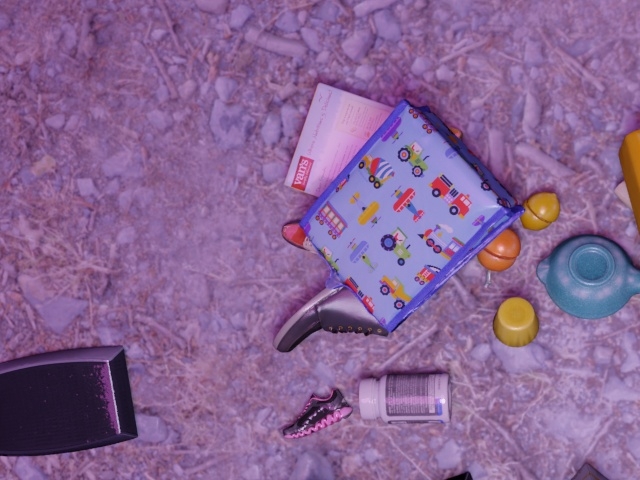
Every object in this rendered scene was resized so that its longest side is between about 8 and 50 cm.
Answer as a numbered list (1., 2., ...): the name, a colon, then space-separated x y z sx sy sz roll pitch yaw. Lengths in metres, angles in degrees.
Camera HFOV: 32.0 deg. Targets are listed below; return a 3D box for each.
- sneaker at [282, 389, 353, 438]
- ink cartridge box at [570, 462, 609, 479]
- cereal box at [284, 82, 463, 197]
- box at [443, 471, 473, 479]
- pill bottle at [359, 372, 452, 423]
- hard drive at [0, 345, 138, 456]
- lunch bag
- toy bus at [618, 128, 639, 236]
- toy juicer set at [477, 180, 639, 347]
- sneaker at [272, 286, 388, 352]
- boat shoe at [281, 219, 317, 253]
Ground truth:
1. sneaker: -0.010 0.275 1.777 0.119 0.047 0.057 -26 79 4
2. ink cartridge box: 0.400 0.427 1.624 0.127 0.176 0.128 39 99 6
3. cereal box: 0.082 -0.128 1.745 0.240 0.047 0.173 21 95 11
4. box: 0.181 0.459 1.711 0.156 0.093 0.158 -22 86 12
5. pill bottle: 0.132 0.244 1.726 0.137 0.078 0.078 -2 90 11
6. hard drive: -0.440 0.271 1.857 0.254 0.054 0.172 -9 89 12
7. lunch bag: 0.113 -0.023 1.648 0.293 0.138 0.221 -45 76 16
8. toy bus: 0.512 -0.059 1.580 0.130 0.108 0.333 -11 72 3
9. toy juicer set: 0.391 0.018 1.676 0.329 0.089 0.209 -19 67 2
10. sneaker: 0.035 0.129 1.741 0.222 0.083 0.118 -40 84 9
11. boat shoe: 0.000 0.000 1.767 0.137 0.043 0.049 17 96 12
